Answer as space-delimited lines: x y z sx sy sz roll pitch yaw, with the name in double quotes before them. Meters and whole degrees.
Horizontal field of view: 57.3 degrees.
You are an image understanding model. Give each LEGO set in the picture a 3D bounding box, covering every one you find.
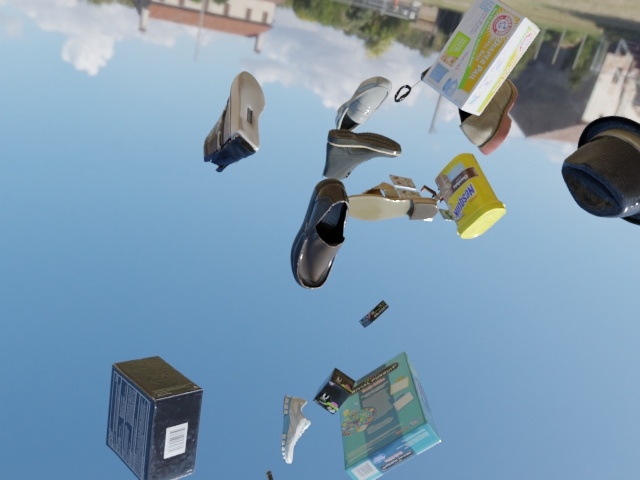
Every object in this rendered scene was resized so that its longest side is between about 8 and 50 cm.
"LEGO set" 0.316 -0.099 1.654 0.244 0.060 0.183 7 -140 -24

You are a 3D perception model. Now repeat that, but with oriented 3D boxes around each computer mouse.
"computer mouse" 0.367 -0.569 2.131 0.242 0.041 0.071 -34 -129 -4

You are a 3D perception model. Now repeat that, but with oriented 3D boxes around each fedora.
"fedora" 0.765 -0.166 1.560 0.152 0.334 0.334 -22 -147 -14

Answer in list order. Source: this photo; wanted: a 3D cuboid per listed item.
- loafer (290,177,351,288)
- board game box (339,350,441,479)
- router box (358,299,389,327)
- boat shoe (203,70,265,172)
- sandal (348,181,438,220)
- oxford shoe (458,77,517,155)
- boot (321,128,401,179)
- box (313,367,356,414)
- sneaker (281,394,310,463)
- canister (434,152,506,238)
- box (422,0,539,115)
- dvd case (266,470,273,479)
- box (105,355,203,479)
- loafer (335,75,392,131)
"loafer" 0.000 0.000 1.056 0.080 0.220 0.078 3 -154 -20
"board game box" 0.181 0.493 1.660 0.079 0.253 0.336 53 -168 -18
"router box" 0.204 0.282 2.240 0.092 0.122 0.038 -39 -97 -22
"boat shoe" -0.259 -0.347 1.694 0.127 0.158 0.341 43 -147 -35
"sandal" 0.160 -0.101 1.404 0.239 0.088 0.079 3 -128 -9
"oxford shoe" 0.450 -0.379 1.602 0.130 0.123 0.348 34 -140 -12
"boot" 0.105 -0.214 1.557 0.197 0.137 0.077 11 -144 -4
"box" 0.033 0.354 1.377 0.062 0.083 0.052 35 -151 0
"sneaker" -0.071 0.550 1.705 0.082 0.191 0.071 4 169 -2
"canister" 0.353 -0.109 1.404 0.073 0.126 0.170 -1 -123 -32
"box" 0.321 -0.372 1.176 0.114 0.203 0.103 44 -154 25
"dvd case" -0.097 0.577 1.276 0.013 0.087 0.119 -10 -139 -14
"box" -0.536 0.566 1.878 0.182 0.297 0.294 -2 -165 -45
"loafer" 0.146 -0.460 2.032 0.111 0.112 0.319 19 158 -17
